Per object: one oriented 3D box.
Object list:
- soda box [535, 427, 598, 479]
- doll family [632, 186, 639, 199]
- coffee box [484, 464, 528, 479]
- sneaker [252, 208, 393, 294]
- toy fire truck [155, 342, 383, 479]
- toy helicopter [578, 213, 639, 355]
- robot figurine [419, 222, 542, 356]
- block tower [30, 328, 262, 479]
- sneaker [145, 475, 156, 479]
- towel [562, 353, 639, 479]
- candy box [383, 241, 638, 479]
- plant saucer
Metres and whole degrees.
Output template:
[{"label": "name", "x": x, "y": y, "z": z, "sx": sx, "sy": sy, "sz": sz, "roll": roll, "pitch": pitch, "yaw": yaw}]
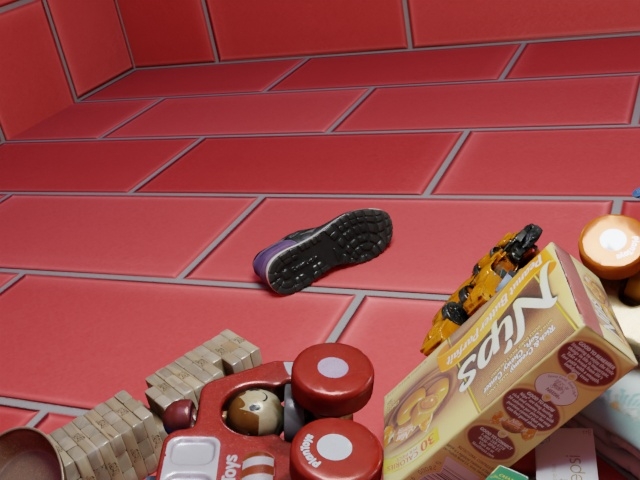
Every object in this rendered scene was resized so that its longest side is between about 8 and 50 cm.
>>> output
[{"label": "soda box", "x": 0.272, "y": 0.302, "z": 0.896, "sx": 0.069, "sy": 0.073, "sz": 0.216, "roll": -3, "pitch": 28, "yaw": 16}, {"label": "doll family", "x": 0.610, "y": -0.005, "z": 1.293, "sx": 0.118, "sy": 0.163, "sz": 0.263, "roll": -32, "pitch": 18, "yaw": 19}, {"label": "coffee box", "x": 0.154, "y": 0.332, "z": 0.845, "sx": 0.184, "sy": 0.113, "sz": 0.040, "roll": -32, "pitch": 30, "yaw": -34}, {"label": "sneaker", "x": 0.000, "y": 0.000, "z": 1.579, "sx": 0.283, "sy": 0.107, "sz": 0.124, "roll": -22, "pitch": 22, "yaw": -21}, {"label": "toy fire truck", "x": -0.065, "y": 0.248, "z": 0.955, "sx": 0.254, "sy": 0.169, "sz": 0.302, "roll": 2, "pitch": 33, "yaw": -3}, {"label": "toy helicopter", "x": 0.513, "y": 0.028, "z": 1.011, "sx": 0.355, "sy": 0.140, "sz": 0.235, "roll": -30, "pitch": 52, "yaw": 0}, {"label": "robot figurine", "x": 0.260, "y": 0.082, "z": 1.260, "sx": 0.085, "sy": 0.211, "sz": 0.291, "roll": 44, "pitch": 35, "yaw": 5}, {"label": "block tower", "x": -0.234, "y": 0.255, "z": 1.170, "sx": 0.335, "sy": 0.091, "sz": 0.097, "roll": -29, "pitch": 31, "yaw": -30}, {"label": "sneaker", "x": -0.181, "y": 0.304, "z": 1.056, "sx": 0.164, "sy": 0.086, "sz": 0.226, "roll": -8, "pitch": 27, "yaw": 0}, {"label": "towel", "x": 0.448, "y": 0.153, "z": 1.064, "sx": 0.321, "sy": 0.090, "sz": 0.374, "roll": -29, "pitch": 30, "yaw": -14}, {"label": "candy box", "x": 0.205, "y": 0.169, "z": 0.969, "sx": 0.316, "sy": 0.087, "sz": 0.183, "roll": -47, "pitch": 16, "yaw": 24}, {"label": "plant saucer", "x": -0.384, "y": 0.337, "z": 1.031, "sx": 0.199, "sy": 0.036, "sz": 0.198, "roll": -14, "pitch": 62, "yaw": 28}]
